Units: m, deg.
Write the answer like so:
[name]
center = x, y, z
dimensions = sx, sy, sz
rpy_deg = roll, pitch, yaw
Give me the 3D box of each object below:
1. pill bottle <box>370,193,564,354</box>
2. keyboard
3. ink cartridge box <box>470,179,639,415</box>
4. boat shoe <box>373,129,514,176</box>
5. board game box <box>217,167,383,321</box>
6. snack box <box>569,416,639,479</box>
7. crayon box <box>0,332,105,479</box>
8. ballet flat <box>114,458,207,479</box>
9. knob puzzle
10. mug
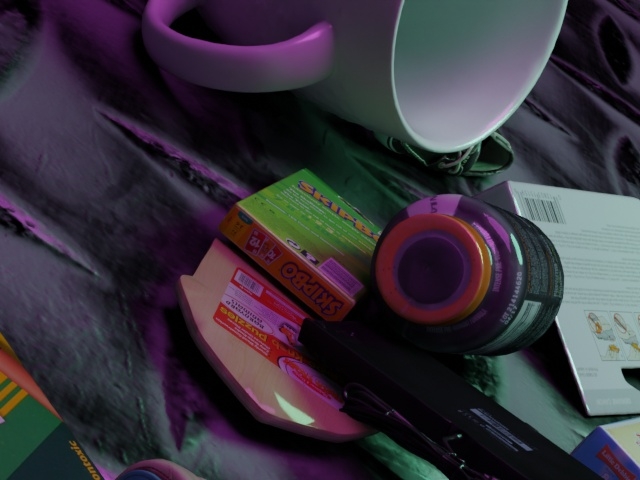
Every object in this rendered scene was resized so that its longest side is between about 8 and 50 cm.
[pill bottle]
center = 0.118, 0.030, 1.632
dimensions = 0.130, 0.130, 0.246
rpy_deg = 45, 9, 15
[keyboard]
center = 0.106, 0.148, 1.427
dimensions = 0.317, 0.033, 0.201
rpy_deg = 34, 14, 29
[ink cartridge box]
center = 0.269, 0.066, 1.953
dimensions = 0.275, 0.060, 0.239
rpy_deg = 5, 64, -53
[boat shoe]
center = 0.136, -0.107, 2.051
dimensions = 0.070, 0.078, 0.219
rpy_deg = 48, 23, 25
[board game box]
center = 0.000, 0.000, 1.671
dimensions = 0.124, 0.039, 0.259
rpy_deg = 40, 17, 4
[snack box]
center = 0.365, 0.281, 1.682
dimensions = 0.322, 0.060, 0.187
rpy_deg = 49, 25, 23
[crayon box]
center = -0.326, 0.050, 1.036
dimensions = 0.313, 0.106, 0.363
rpy_deg = 2, 42, -54
[ballet flat]
center = -0.041, 0.228, 1.171
dimensions = 0.086, 0.086, 0.248
rpy_deg = 10, 35, -49
[knob puzzle]
center = -0.035, 0.092, 1.486
dimensions = 0.213, 0.030, 0.213
rpy_deg = 32, 23, -16
[mug]
center = -0.001, -0.242, 1.881
dimensions = 0.328, 0.276, 0.374
rpy_deg = 25, 44, 35
